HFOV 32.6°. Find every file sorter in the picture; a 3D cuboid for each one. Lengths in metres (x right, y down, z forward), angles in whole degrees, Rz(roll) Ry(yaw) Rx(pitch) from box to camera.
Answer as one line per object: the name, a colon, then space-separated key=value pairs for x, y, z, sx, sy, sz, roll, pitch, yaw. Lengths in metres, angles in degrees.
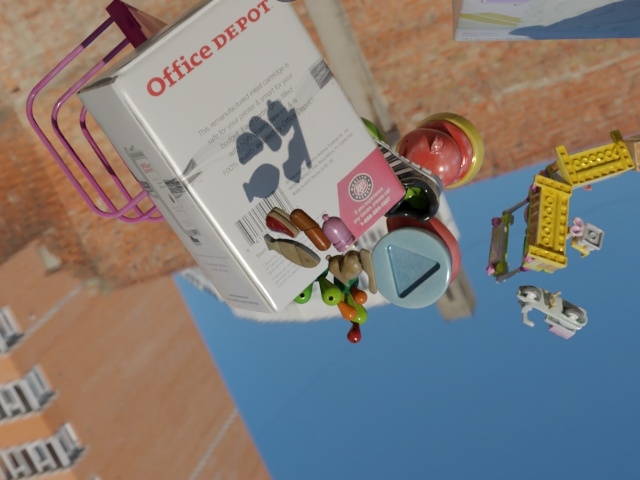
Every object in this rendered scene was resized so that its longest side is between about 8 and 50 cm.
file sorter: x=-0.194 y=-0.135 z=1.357 sx=0.182 sy=0.202 sz=0.290 roll=-39 pitch=169 yaw=12

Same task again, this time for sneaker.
sneaker: x=0.075 y=-0.071 z=1.303 sx=0.063 sy=0.170 sz=0.075 roll=-55 pitch=-158 yaw=30

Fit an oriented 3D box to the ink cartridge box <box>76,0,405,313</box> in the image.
ink cartridge box: x=-0.075 y=-0.099 z=1.114 sx=0.207 sy=0.283 sz=0.117 roll=-42 pitch=-159 yaw=-23

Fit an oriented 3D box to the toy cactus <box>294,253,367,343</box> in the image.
toy cactus: x=0.001 y=0.030 z=1.581 sx=0.112 sy=0.219 sz=0.180 roll=-36 pitch=-160 yaw=51

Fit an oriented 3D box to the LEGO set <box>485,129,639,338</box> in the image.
LEGO set: x=0.267 y=-0.031 z=1.209 sx=0.287 sy=0.132 sz=0.107 roll=-57 pitch=-171 yaw=-28

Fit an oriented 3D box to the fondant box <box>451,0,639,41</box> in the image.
fondant box: x=0.248 y=-0.266 z=1.029 sx=0.238 sy=0.096 sz=0.330 roll=-1 pitch=178 yaw=4

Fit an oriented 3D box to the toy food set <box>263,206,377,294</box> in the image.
toy food set: x=0.000 y=0.000 z=0.941 sx=0.122 sy=0.078 sz=0.019 roll=25 pitch=-122 yaw=28

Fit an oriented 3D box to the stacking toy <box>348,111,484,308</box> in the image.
stacking toy: x=0.094 y=-0.051 z=1.714 sx=0.279 sy=0.309 sz=0.130 roll=11 pitch=-161 yaw=18
